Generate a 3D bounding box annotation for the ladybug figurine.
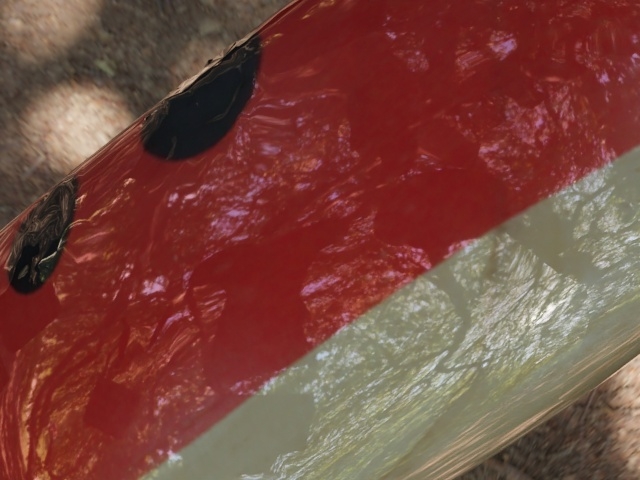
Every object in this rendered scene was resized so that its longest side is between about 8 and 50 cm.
[{"bbox_3d":[0.000,0.000,0.547,0.449,0.305,0.162,-34,97,26],"label":"ladybug figurine"}]
